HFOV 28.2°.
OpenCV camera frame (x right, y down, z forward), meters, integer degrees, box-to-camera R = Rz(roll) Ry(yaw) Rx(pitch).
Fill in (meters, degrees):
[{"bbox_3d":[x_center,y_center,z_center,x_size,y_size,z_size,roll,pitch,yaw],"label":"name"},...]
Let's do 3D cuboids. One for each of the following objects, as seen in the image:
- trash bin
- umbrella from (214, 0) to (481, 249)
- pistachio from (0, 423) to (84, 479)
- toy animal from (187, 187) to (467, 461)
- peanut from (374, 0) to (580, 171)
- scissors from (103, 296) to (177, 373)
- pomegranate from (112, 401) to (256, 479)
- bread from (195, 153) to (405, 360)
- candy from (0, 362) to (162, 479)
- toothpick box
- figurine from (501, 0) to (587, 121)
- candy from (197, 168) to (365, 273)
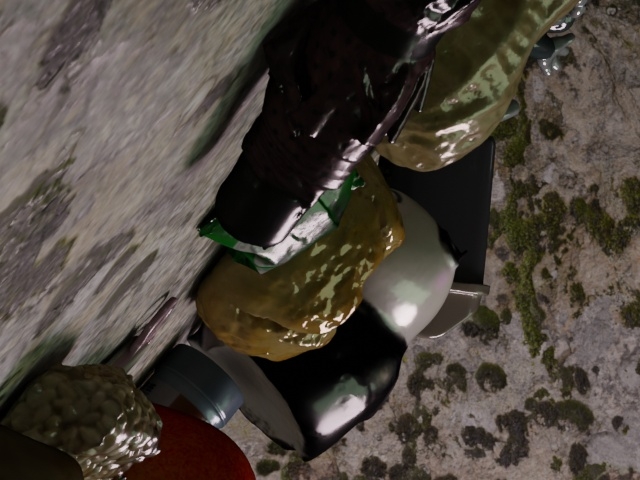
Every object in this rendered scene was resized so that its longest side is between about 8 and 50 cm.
[{"bbox_3d":[0.148,-0.012,1.798,0.209,0.182,0.290,-175,-87,-80],"label":"trash bin"},{"bbox_3d":[0.031,-0.114,0.709,0.326,0.090,0.094,-53,179,38],"label":"umbrella"},{"bbox_3d":[-0.161,0.145,0.418,0.197,0.166,0.288,-19,163,-34],"label":"pistachio"},{"bbox_3d":[0.020,0.075,1.493,0.310,0.251,0.251,-43,174,-21],"label":"toy animal"},{"bbox_3d":[0.121,-0.185,0.898,0.298,0.120,0.136,-55,156,11],"label":"peanut"},{"bbox_3d":[-0.170,0.109,1.036,0.085,0.022,0.176,-51,180,37],"label":"scissors"},{"bbox_3d":[-0.166,0.250,1.059,0.257,0.221,0.221,-22,156,-48],"label":"pomegranate"},{"bbox_3d":[-0.011,0.021,1.257,0.244,0.134,0.244,-53,175,-6],"label":"bread"},{"bbox_3d":[-0.159,0.123,0.836,0.095,0.085,0.110,-45,167,7],"label":"candy"},{"bbox_3d":[-0.169,0.200,1.386,0.153,0.101,0.101,-49,177,-24],"label":"toothpick box"},{"bbox_3d":[0.160,-0.202,1.096,0.265,0.140,0.193,-38,153,0],"label":"figurine"},{"bbox_3d":[-0.021,-0.032,1.039,0.141,0.078,0.203,-51,171,-3],"label":"candy"}]
